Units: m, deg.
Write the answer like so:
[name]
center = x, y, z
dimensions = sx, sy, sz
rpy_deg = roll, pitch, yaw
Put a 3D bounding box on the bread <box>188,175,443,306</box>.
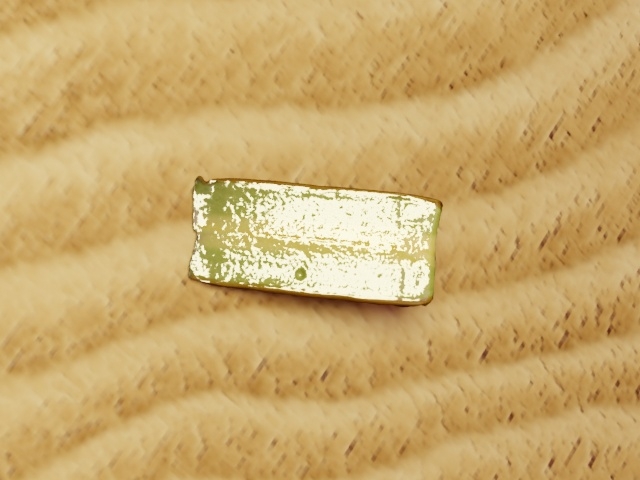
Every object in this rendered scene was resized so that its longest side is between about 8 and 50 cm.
[bread]
center = -0.005, -0.001, 1.040
dimensions = 0.139, 0.084, 0.074
rpy_deg = 9, 85, -31
